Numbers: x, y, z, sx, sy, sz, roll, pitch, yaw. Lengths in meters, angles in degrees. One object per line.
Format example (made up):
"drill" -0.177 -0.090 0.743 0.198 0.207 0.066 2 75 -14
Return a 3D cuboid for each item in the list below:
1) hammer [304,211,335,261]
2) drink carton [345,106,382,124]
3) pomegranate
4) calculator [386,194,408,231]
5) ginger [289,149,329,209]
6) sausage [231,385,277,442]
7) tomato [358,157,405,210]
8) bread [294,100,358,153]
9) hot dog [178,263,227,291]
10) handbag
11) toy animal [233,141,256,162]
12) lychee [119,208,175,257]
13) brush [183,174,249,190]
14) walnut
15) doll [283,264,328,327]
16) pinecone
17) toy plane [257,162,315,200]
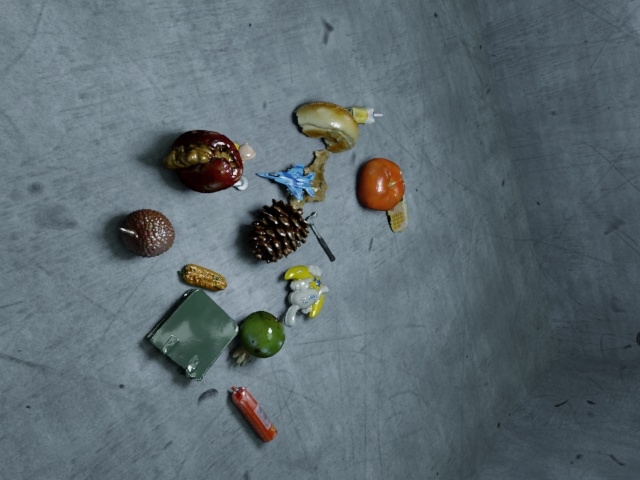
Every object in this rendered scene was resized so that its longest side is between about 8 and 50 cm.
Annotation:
"hammer" 0.000 0.000 2.098 0.103 0.029 0.246 -46 118 -32
"drink carton" 0.206 -0.597 2.264 0.200 0.075 0.084 -11 96 -41
"pomegranate" -0.243 0.376 1.792 0.225 0.187 0.187 -42 119 -1
"calculator" 0.392 -0.155 2.438 0.157 0.033 0.236 -22 105 -40
"ginger" -0.026 -0.265 2.056 0.148 0.081 0.333 24 69 -16
"sausage" -0.263 0.659 1.818 0.074 0.074 0.274 -44 116 -33
"tomato" 0.284 -0.260 2.250 0.260 0.180 0.259 -1 92 -42
"bread" 0.054 -0.505 2.053 0.314 0.192 0.171 22 76 -38
"hot dog" -0.419 0.136 1.713 0.188 0.055 0.072 25 74 -38
"handbag" -0.444 0.329 1.670 0.247 0.079 0.260 52 59 -26
"toy animal" -0.315 -0.326 1.815 0.114 0.082 0.091 -33 77 -23
"lychee" -0.561 -0.023 1.525 0.197 0.165 0.165 -16 100 -68
"brush" -0.389 -0.216 1.777 0.266 0.027 0.062 -6 92 -37
"walnut" -0.401 -0.277 1.606 0.244 0.269 0.221 8 83 -43
"doll" -0.065 0.219 1.979 0.252 0.111 0.237 -11 97 -49
"pinecone" -0.169 -0.034 1.836 0.272 0.224 0.224 -46 118 -13
"toy plane" -0.139 -0.246 1.938 0.247 0.078 0.169 4 72 -13
